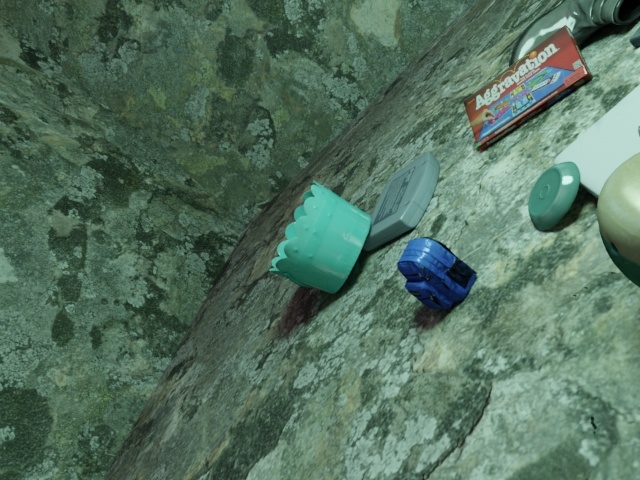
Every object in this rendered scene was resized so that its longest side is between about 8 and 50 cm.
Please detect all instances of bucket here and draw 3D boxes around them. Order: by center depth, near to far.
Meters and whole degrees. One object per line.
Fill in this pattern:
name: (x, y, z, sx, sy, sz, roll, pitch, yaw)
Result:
bucket: (0.000, 0.000, 1.383, 0.281, 0.183, 0.281, -62, 7, 14)

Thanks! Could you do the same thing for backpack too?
backpack: (0.197, 0.057, 0.911, 0.101, 0.120, 0.098, -55, 17, -22)

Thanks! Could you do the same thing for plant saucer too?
plant saucer: (0.375, -0.076, 0.843, 0.119, 0.021, 0.120, -160, 90, -83)

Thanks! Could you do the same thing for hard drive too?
hard drive: (0.480, -0.129, 0.718, 0.210, 0.040, 0.319, -44, 16, 18)

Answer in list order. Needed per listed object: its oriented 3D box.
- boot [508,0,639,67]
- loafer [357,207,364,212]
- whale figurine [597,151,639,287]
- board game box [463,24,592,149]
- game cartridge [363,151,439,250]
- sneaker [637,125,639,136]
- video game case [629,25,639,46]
boot: (0.596, -0.490, 1.162, 0.338, 0.118, 0.223, -53, 21, 6)
loafer: (0.085, -0.058, 1.663, 0.170, 0.062, 0.062, -31, 45, 57)
whale figurine: (0.427, -0.031, 0.513, 0.271, 0.141, 0.216, -23, 31, 6)
board game box: (0.464, -0.346, 1.188, 0.281, 0.027, 0.145, -35, 52, 43)
game cartridge: (0.223, -0.111, 1.389, 0.196, 0.060, 0.294, -37, 19, 49)
sneaker: (0.467, -0.170, 0.659, 0.144, 0.059, 0.053, -49, 13, -3)
video game case: (0.723, -0.485, 0.938, 0.274, 0.026, 0.196, -52, 15, -7)
